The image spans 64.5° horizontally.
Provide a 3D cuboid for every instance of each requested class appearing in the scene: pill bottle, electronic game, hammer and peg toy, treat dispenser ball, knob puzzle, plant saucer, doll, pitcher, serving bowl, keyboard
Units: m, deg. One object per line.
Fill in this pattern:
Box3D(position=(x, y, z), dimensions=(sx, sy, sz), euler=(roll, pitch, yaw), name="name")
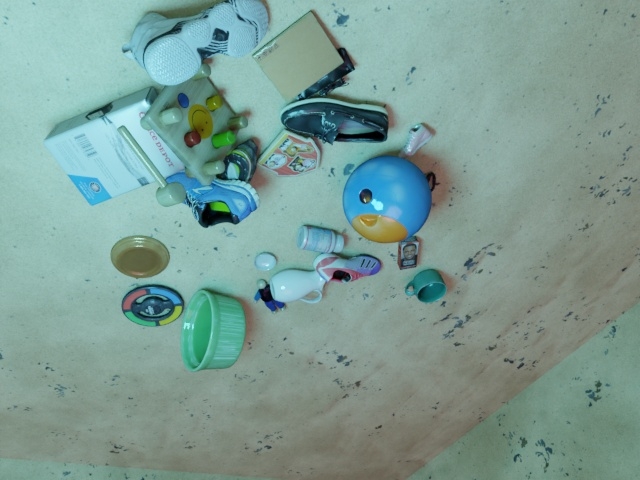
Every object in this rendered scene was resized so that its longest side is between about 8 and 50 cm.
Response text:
Box3D(position=(0.000, 0.000, 1.856), dimensions=(0.160, 0.087, 0.087), euler=(10, 128, -22), name="pill bottle")
Box3D(position=(-0.646, 0.254, 1.958), dimensions=(0.229, 0.048, 0.229), euler=(-7, 133, -7), name="electronic game")
Box3D(position=(-0.349, -0.282, 1.340), dimensions=(0.127, 0.361, 0.266), euler=(-5, 139, 31), name="hammer and peg toy")
Box3D(position=(0.216, -0.133, 1.653), dimensions=(0.288, 0.288, 0.288), euler=(-7, 133, -8), name="treat dispenser ball")
Box3D(position=(-0.084, -0.256, 1.618), dimensions=(0.213, 0.030, 0.213), euler=(-7, 145, -5), name="knob puzzle")
Box3D(position=(-0.638, 0.067, 1.797), dimensions=(0.200, 0.037, 0.200), euler=(-6, 133, -7), name="plant saucer")
Box3D(position=(-0.209, 0.225, 2.039), dimensions=(0.129, 0.046, 0.189), euler=(-21, 133, 4), name="doll")
Box3D(position=(-0.087, 0.190, 1.983), dimensions=(0.207, 0.125, 0.177), euler=(-10, 125, -17), name="pitcher")
Box3D(position=(-0.211, 0.075, 1.914), dimensions=(0.083, 0.027, 0.083), euler=(-7, 133, -8), name="serving bowl")
Box3D(position=(0.006, -0.471, 1.478), dimensions=(0.192, 0.038, 0.100), euler=(-27, 109, 13), name="keyboard")

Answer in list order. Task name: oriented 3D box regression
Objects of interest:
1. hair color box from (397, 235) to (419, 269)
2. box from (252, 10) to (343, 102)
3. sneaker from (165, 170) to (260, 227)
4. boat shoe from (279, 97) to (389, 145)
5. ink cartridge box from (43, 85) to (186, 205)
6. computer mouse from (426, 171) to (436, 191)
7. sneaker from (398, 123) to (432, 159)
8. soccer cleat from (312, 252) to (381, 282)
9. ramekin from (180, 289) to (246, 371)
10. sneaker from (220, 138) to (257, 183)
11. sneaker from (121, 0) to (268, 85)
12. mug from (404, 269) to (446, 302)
Box3D(position=(0.347, 0.050, 2.017), dimensions=(0.072, 0.043, 0.141), euler=(-9, 132, -4), name="hair color box")
Box3D(position=(-0.061, -0.505, 1.412), dimensions=(0.201, 0.021, 0.164), euler=(-32, 122, 15), name="box")
Box3D(position=(-0.353, -0.125, 1.523), dimensions=(0.330, 0.147, 0.130), euler=(13, 138, 23), name="sneaker")
Box3D(position=(0.048, -0.340, 1.526), dimensions=(0.340, 0.113, 0.127), euler=(2, 154, -19), name="boat shoe")
Box3D(position=(-0.564, -0.265, 1.437), dimensions=(0.307, 0.129, 0.223), euler=(-20, 125, 5), name="ink cartridge box")
Box3D(position=(0.352, -0.146, 1.851), dimensions=(0.071, 0.041, 0.242), euler=(7, 123, -30), name="computer mouse")
Box3D(position=(0.295, -0.325, 1.660), dimensions=(0.134, 0.051, 0.070), euler=(-41, 127, 18), name="sneaker")
Box3D(position=(0.119, 0.119, 1.949), dimensions=(0.318, 0.116, 0.108), euler=(7, 128, -38), name="soccer cleat")
Box3D(position=(-0.408, 0.348, 1.939), dimensions=(0.148, 0.303, 0.303), euler=(12, 128, -34), name="ramekin")
Box3D(position=(-0.257, -0.195, 1.601), dimensions=(0.111, 0.121, 0.300), euler=(35, 142, -2), name="sneaker")
Box3D(position=(-0.318, -0.524, 1.278), dimensions=(0.366, 0.210, 0.137), euler=(-39, 140, -26), name="sneaker")
Box3D(position=(0.439, 0.181, 2.121), dimensions=(0.158, 0.097, 0.129), euler=(18, 126, -26), name="mug")
